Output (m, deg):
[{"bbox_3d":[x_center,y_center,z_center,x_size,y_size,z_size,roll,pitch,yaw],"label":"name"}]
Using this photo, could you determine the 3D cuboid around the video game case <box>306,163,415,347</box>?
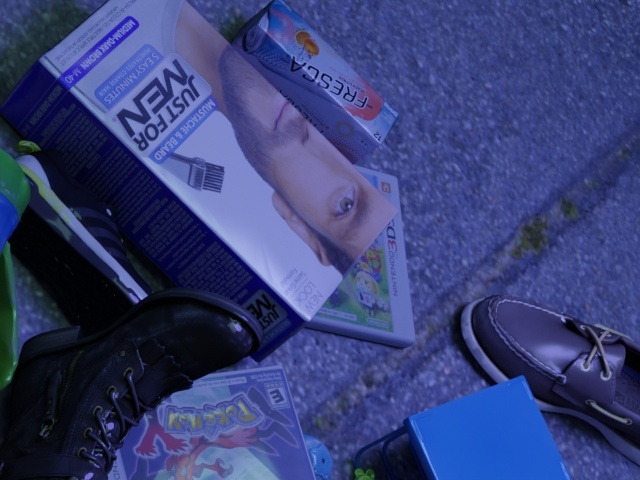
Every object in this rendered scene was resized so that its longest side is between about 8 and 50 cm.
[{"bbox_3d":[0.000,0.000,1.862,0.212,0.023,0.193,14,58,-34],"label":"video game case"}]

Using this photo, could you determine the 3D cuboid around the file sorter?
[{"bbox_3d":[0.135,0.221,1.791,0.170,0.104,0.118,-14,75,-44],"label":"file sorter"}]

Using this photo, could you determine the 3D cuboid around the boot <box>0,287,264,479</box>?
[{"bbox_3d":[-0.174,0.164,1.480,0.091,0.263,0.229,52,34,-33],"label":"boot"}]

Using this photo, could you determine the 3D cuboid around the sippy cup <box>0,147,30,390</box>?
[{"bbox_3d":[-0.353,0.042,1.417,0.305,0.240,0.224,13,69,-24],"label":"sippy cup"}]

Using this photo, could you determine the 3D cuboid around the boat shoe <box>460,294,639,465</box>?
[{"bbox_3d":[0.295,0.141,1.976,0.324,0.096,0.117,32,49,-22],"label":"boat shoe"}]

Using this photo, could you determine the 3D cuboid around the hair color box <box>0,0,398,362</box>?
[{"bbox_3d":[-0.110,-0.074,1.733,0.339,0.110,0.185,45,48,-6],"label":"hair color box"}]

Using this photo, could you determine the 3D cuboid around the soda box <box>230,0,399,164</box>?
[{"bbox_3d":[-0.007,-0.163,1.921,0.183,0.063,0.058,43,45,-13],"label":"soda box"}]

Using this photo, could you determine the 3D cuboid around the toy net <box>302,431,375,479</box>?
[{"bbox_3d":[-0.017,0.287,1.675,0.122,0.045,0.232,44,47,-32],"label":"toy net"}]

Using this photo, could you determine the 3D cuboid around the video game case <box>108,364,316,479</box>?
[{"bbox_3d":[-0.102,0.205,1.616,0.201,0.023,0.183,-5,64,-26],"label":"video game case"}]

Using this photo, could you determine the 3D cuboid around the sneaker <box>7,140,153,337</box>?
[{"bbox_3d":[-0.197,0.005,1.652,0.235,0.084,0.097,51,44,-5],"label":"sneaker"}]
